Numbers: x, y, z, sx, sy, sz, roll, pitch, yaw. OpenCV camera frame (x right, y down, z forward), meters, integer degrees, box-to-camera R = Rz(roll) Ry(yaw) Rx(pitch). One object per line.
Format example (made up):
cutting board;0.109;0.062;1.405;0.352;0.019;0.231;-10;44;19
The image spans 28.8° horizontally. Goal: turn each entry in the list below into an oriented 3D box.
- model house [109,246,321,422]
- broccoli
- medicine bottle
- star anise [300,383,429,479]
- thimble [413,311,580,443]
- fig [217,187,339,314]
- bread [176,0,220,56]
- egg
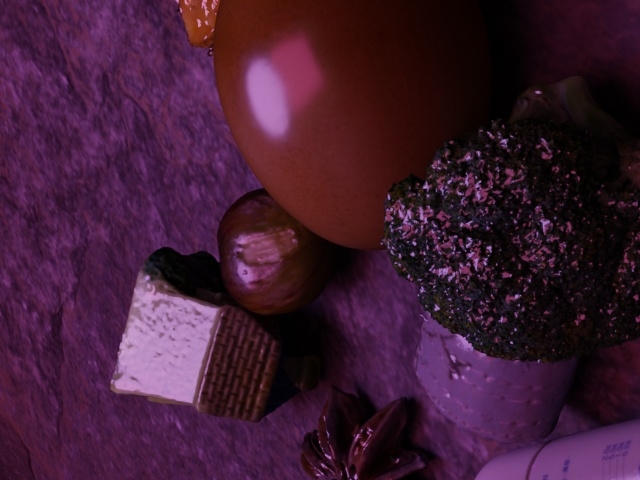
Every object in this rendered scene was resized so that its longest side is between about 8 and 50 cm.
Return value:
model house;-0.104;0.126;1.496;0.189;0.214;0.195;16;87;28
broccoli;0.186;-0.016;1.044;0.262;0.269;0.241;-2;68;16
medicine bottle;0.267;0.233;1.129;0.341;0.130;0.130;-28;84;51
star anise;0.057;0.281;1.444;0.236;0.093;0.229;55;134;12
thimble;0.168;0.114;1.195;0.151;0.127;0.117;45;135;43
fig;0.000;0.000;1.366;0.245;0.149;0.149;-13;96;31
bread;-0.089;-0.315;1.297;0.139;0.143;0.229;-2;107;51
egg;0.032;-0.145;1.143;0.250;0.250;0.322;13;121;47
